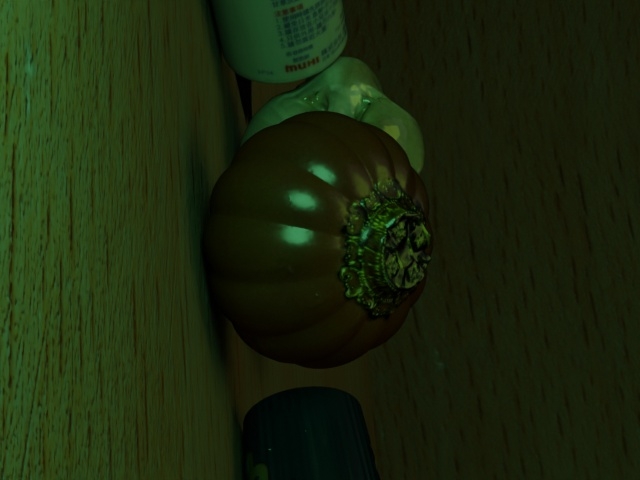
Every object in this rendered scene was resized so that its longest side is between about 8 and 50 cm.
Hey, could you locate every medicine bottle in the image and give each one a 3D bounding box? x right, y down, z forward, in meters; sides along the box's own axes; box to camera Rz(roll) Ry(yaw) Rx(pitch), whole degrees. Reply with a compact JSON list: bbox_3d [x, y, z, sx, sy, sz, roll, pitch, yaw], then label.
[{"bbox_3d":[-0.059,-0.316,1.830,0.130,0.130,0.341,-93,174,-45],"label":"medicine bottle"}]

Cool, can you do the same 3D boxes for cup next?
[{"bbox_3d":[-0.013,0.231,1.717,0.176,0.131,0.155,124,-35,-49],"label":"cup"}]

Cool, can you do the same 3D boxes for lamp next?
[{"bbox_3d":[0.000,0.000,1.665,0.223,0.196,0.223,-12,106,-47],"label":"lamp"}]

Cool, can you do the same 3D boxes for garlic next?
[{"bbox_3d":[0.000,-0.051,1.942,0.203,0.185,0.281,51,53,-78],"label":"garlic"}]

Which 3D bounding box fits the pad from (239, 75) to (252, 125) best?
[{"bbox_3d":[-0.101,-0.296,2.071,0.202,0.005,0.299,-93,174,-46],"label":"pad"}]
